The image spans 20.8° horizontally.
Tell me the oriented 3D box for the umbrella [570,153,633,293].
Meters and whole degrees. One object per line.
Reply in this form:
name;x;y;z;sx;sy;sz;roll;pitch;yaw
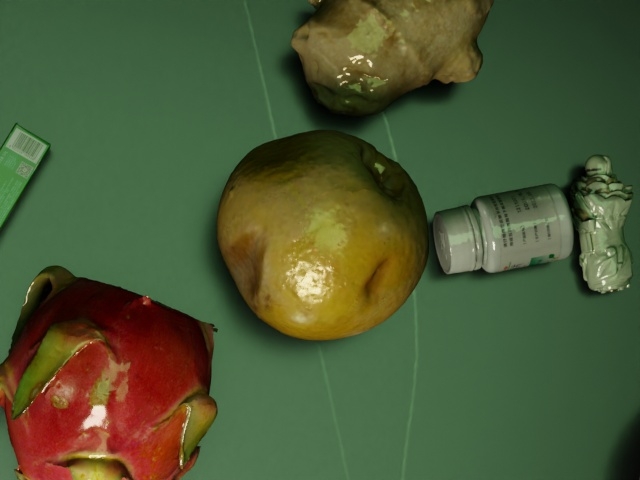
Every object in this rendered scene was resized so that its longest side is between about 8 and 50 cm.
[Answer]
umbrella;0.291;-0.017;1.802;0.067;0.062;0.144;-4;90;23

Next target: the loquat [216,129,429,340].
loquat;-0.004;-0.003;1.692;0.213;0.213;0.213;1;83;-8

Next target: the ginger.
ginger;0.107;-0.277;1.775;0.190;0.126;0.354;26;82;1

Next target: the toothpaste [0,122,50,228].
toothpaste;-0.330;-0.030;1.729;0.043;0.037;0.178;30;80;-7

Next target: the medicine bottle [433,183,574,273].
medicine bottle;0.185;-0.009;1.776;0.130;0.080;0.080;-11;85;-8

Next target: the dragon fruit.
dragon fruit;-0.206;0.149;1.645;0.224;0.224;0.227;30;82;-3
